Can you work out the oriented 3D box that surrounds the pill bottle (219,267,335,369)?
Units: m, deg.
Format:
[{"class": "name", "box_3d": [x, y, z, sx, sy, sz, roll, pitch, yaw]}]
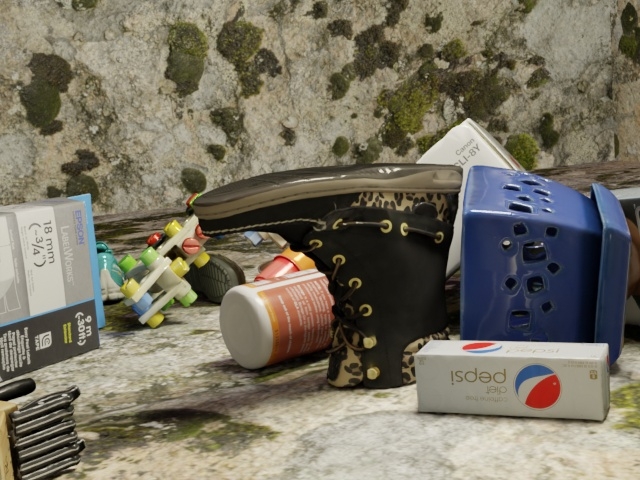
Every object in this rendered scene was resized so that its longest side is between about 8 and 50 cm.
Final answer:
[{"class": "pill bottle", "box_3d": [-0.028, 0.106, 1.521, 0.216, 0.121, 0.121, -12, 11, -36]}]

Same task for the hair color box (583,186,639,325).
[{"class": "hair color box", "box_3d": [0.471, 0.019, 1.469, 0.113, 0.185, 0.374, -14, 4, -19]}]

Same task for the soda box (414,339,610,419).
[{"class": "soda box", "box_3d": [0.222, 0.159, 1.211, 0.216, 0.074, 0.069, -1, 9, 23]}]

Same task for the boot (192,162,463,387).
[{"class": "boot", "box_3d": [0.026, 0.048, 1.340, 0.377, 0.284, 0.138, -8, 10, -33]}]

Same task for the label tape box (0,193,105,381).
[{"class": "label tape box", "box_3d": [-0.430, 0.061, 1.628, 0.106, 0.241, 0.333, 1, 10, 33]}]

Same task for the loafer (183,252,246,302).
[{"class": "loafer", "box_3d": [-0.194, 0.060, 2.014, 0.087, 0.094, 0.251, -13, 11, -25]}]

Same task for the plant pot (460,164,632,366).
[{"class": "plant pot", "box_3d": [0.295, 0.039, 1.396, 0.212, 0.236, 0.236, 3, 19, 10]}]

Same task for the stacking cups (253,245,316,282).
[{"class": "stacking cups", "box_3d": [0.000, 0.000, 1.864, 0.316, 0.096, 0.096, -37, 27, -33]}]

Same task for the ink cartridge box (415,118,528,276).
[{"class": "ink cartridge box", "box_3d": [0.208, -0.042, 1.719, 0.279, 0.160, 0.384, -44, -7, 12]}]

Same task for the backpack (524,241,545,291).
[{"class": "backpack", "box_3d": [0.414, 0.029, 1.839, 0.158, 0.117, 0.173, -5, 9, -1]}]

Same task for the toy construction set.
[{"class": "toy construction set", "box_3d": [-0.216, 0.011, 1.836, 0.327, 0.151, 0.215, -31, 13, -14]}]

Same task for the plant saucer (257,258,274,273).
[{"class": "plant saucer", "box_3d": [0.033, 0.062, 2.043, 0.310, 0.050, 0.310, -3, 8, 0]}]

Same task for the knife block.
[{"class": "knife block", "box_3d": [-0.387, 0.217, 1.090, 0.275, 0.088, 0.242, -6, 8, -11]}]

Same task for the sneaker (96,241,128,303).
[{"class": "sneaker", "box_3d": [-0.441, 0.055, 2.117, 0.107, 0.110, 0.275, -7, 8, -17]}]
